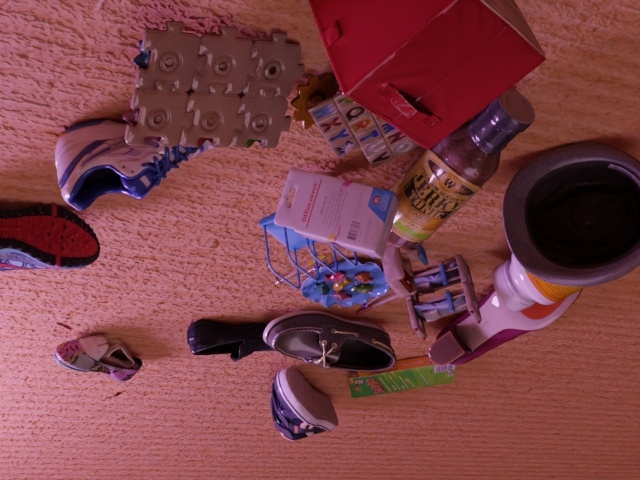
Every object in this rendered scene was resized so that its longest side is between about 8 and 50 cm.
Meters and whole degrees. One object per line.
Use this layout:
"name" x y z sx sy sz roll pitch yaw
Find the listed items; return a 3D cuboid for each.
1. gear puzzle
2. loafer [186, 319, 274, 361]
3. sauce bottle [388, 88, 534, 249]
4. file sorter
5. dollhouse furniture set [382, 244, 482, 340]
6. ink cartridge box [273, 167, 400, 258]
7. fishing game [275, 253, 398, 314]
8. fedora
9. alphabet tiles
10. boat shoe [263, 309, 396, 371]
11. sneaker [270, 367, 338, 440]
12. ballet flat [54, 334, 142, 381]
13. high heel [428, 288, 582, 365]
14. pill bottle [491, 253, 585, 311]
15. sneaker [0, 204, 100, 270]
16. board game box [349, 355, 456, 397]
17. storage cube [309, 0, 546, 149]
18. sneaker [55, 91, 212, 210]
"gear puzzle" -0.111 -0.213 1.340 0.339 0.044 0.175 -2 119 -35
"loafer" -0.172 0.218 2.017 0.223 0.078 0.076 7 145 -25
"sauce bottle" 0.212 -0.115 1.562 0.111 0.111 0.344 9 143 -27
"file sorter" 0.000 0.000 1.692 0.170 0.104 0.118 -23 146 20
"dollhouse furniture set" 0.217 0.090 1.868 0.129 0.129 0.183 -20 147 16
"ink cartridge box" 0.027 -0.046 1.580 0.181 0.104 0.061 16 173 17
"fishing game" 0.055 0.096 1.923 0.189 0.041 0.264 -27 145 30
"fedora" 0.452 -0.042 1.675 0.275 0.243 0.124 -18 174 5
"alphabet tiles" 0.104 -0.186 1.464 0.198 0.009 0.237 -25 154 7
"boat shoe" 0.026 0.220 2.035 0.305 0.091 0.109 9 119 -31
"sneaker" -0.064 0.404 2.300 0.127 0.126 0.321 -22 148 10
"ballet flat" -0.452 0.238 1.995 0.079 0.077 0.221 -40 145 12
"high heel" 0.407 0.154 2.088 0.377 0.127 0.181 -28 173 21
"pill bottle" 0.456 0.040 1.845 0.136 0.136 0.246 22 136 -40
"sneaker" -0.500 -0.001 1.591 0.262 0.104 0.125 9 161 -21
"board game box" 0.198 0.329 2.336 0.259 0.039 0.124 -11 148 -2
"storage cube" 0.129 -0.268 1.205 0.193 0.215 0.184 -37 139 27
"sneaker" -0.242 -0.121 1.410 0.296 0.131 0.112 -16 146 8
